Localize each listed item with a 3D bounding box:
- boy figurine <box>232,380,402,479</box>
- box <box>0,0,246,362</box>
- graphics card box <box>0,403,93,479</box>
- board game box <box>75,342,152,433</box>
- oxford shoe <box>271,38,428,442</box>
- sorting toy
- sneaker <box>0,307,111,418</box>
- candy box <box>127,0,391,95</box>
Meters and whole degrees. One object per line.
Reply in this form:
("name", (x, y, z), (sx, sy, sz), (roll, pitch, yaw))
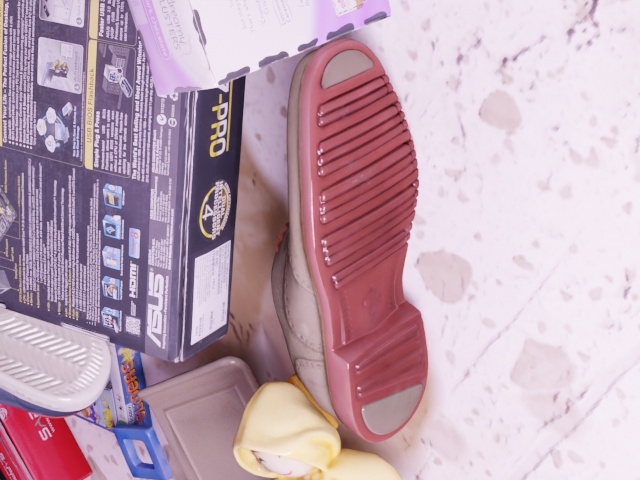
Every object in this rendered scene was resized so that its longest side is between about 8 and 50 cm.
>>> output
("boy figurine", (0.025, 0.248, 1.233), (0.177, 0.092, 0.285), (-9, 120, 44))
("box", (-0.221, -0.120, 1.217), (0.318, 0.097, 0.395), (13, 111, 23))
("graphics card box", (-0.451, 0.243, 1.751), (0.371, 0.094, 0.233), (-28, 91, 48))
("board game box", (-0.253, 0.107, 1.518), (0.136, 0.035, 0.201), (15, 122, 40))
("oxford shoe", (0.000, 0.000, 1.140), (0.130, 0.123, 0.348), (21, 125, 43))
("sorting toy", (-0.080, 0.209, 1.394), (0.348, 0.047, 0.196), (-25, 97, 49))
("sneaker", (-0.386, 0.085, 1.460), (0.350, 0.131, 0.148), (34, 155, 0))
("candy box", (-0.053, -0.213, 1.014), (0.070, 0.196, 0.165), (-2, 109, 46))
